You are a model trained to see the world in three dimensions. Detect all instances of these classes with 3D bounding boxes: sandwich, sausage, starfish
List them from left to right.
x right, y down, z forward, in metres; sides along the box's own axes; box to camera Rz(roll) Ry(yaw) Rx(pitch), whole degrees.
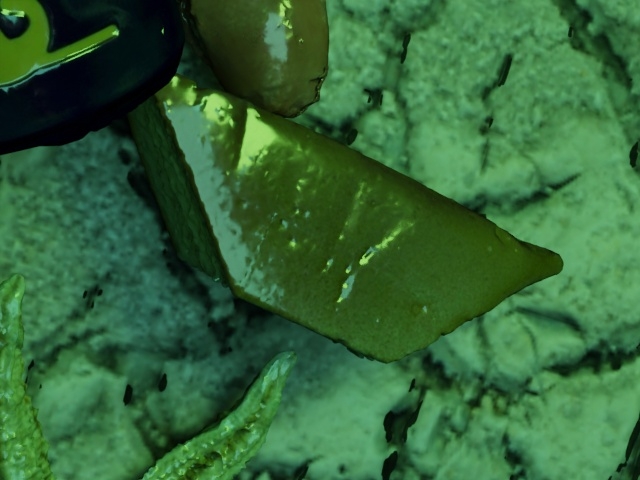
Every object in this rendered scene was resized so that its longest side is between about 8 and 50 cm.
[{"bbox_3d":[-0.118,0.209,0.854,0.358,0.078,0.347,-46,107,-19],"label":"starfish"},{"bbox_3d":[-0.080,-0.210,0.828,0.326,0.079,0.087,61,38,-15],"label":"sausage"},{"bbox_3d":[0.000,0.000,0.869,0.258,0.094,0.096,26,84,-21],"label":"sandwich"}]

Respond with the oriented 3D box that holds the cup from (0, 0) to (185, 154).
[{"bbox_3d":[-0.128,-0.176,0.710,0.178,0.255,0.256,-53,134,-54],"label":"cup"}]
